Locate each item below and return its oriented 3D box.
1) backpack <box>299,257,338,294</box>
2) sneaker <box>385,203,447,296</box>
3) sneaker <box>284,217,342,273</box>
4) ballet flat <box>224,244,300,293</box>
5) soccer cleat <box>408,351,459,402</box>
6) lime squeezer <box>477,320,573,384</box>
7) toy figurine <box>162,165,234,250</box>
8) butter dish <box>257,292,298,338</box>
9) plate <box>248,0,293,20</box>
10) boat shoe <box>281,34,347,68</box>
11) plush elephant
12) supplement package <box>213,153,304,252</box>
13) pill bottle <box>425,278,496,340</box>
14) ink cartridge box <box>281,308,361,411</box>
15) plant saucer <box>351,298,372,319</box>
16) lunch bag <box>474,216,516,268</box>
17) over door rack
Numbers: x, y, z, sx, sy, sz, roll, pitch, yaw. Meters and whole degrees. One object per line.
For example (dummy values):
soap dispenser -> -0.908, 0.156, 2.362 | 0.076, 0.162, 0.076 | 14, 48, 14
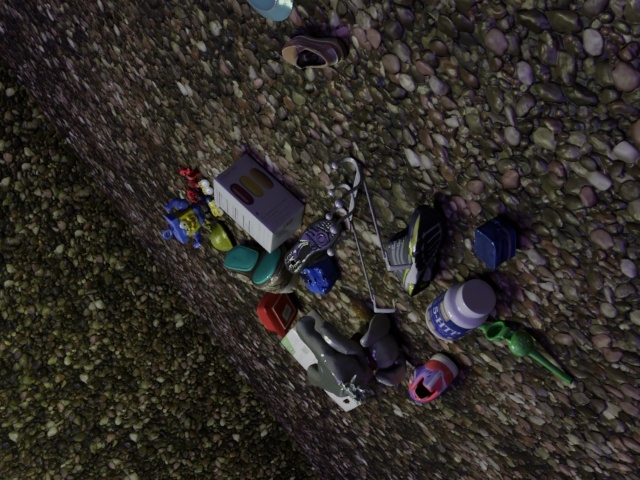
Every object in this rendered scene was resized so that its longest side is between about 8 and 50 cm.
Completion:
backpack -> -0.001, 0.105, 2.041 | 0.101, 0.098, 0.120 | 15, 138, 44
sneaker -> 0.208, 0.015, 1.574 | 0.121, 0.111, 0.300 | 41, 152, 25
sneaker -> 0.000, 0.000, 1.925 | 0.087, 0.130, 0.227 | 49, 128, 10
ballet flat -> -0.171, 0.104, 2.286 | 0.182, 0.164, 0.482 | 35, 167, -24
soccer cleat -> 0.304, 0.428, 1.982 | 0.108, 0.116, 0.318 | 43, 154, 12
lime squeezer -> 0.443, 0.230, 1.578 | 0.310, 0.059, 0.110 | 28, 180, 37
toy figurine -> -0.480, -0.062, 2.434 | 0.191, 0.217, 0.363 | 24, 145, 41
butter dish -> -0.175, 0.252, 2.426 | 0.118, 0.160, 0.160 | -11, 121, 32
plate -> -0.130, -0.546, 1.419 | 0.188, 0.024, 0.188 | 37, 153, 22
boat shoe -> -0.031, -0.390, 1.419 | 0.190, 0.072, 0.068 | 13, 138, 51
plush elephant -> 0.118, 0.339, 2.039 | 0.330, 0.255, 0.272 | 28, 140, 51
supplement package -> -0.183, -0.109, 1.982 | 0.244, 0.139, 0.134 | 41, 155, 14
pill bottle -> 0.328, 0.158, 1.572 | 0.112, 0.112, 0.187 | 45, 154, 7
ink cartridge box -> 0.034, 0.434, 2.422 | 0.353, 0.119, 0.207 | 47, 154, 6
plant saucer -> 0.124, 0.216, 2.093 | 0.083, 0.015, 0.083 | 38, 153, 23
lunch bag -> 0.355, -0.001, 1.361 | 0.067, 0.065, 0.098 | 48, 161, 40
over door rack -> 0.090, -0.005, 1.613 | 0.240, 0.108, 0.324 | 97, 151, -59
